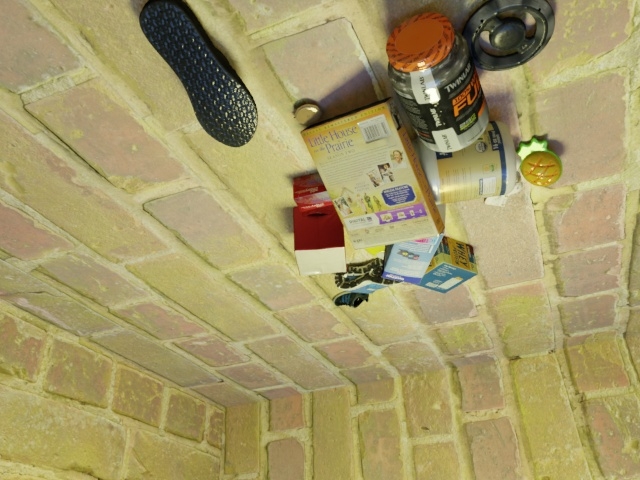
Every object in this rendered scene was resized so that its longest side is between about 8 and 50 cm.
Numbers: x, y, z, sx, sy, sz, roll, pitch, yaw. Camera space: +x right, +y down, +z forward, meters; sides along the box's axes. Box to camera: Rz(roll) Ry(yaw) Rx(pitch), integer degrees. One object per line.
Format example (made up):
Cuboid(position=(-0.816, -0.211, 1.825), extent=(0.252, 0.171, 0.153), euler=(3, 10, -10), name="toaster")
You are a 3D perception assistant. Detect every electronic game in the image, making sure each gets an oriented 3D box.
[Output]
Cuboid(position=(0.474, -0.525, 1.424), extent=(0.230, 0.048, 0.229), euler=(-1, 146, -1), name="electronic game")

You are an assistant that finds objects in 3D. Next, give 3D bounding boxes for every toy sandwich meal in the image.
Cuboid(position=(-0.037, -0.371, 1.643), extent=(0.086, 0.029, 0.085), euler=(-3, 142, -2), name="toy sandwich meal")

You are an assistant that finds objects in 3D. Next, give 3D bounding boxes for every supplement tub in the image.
Cuboid(position=(0.303, -0.402, 1.456), extent=(0.207, 0.207, 0.338), euler=(-17, 145, 21), name="supplement tub")
Cuboid(position=(0.412, -0.231, 1.711), extent=(0.317, 0.228, 0.228), euler=(-8, 147, 7), name="supplement tub")

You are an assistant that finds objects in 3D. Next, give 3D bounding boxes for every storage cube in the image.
Cuboid(position=(0.000, 0.000, 2.072), extent=(0.184, 0.193, 0.215), euler=(-4, 146, 2), name="storage cube")

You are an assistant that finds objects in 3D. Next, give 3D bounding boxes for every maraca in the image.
Cuboid(position=(0.712, -0.253, 1.831), extent=(0.127, 0.099, 0.185), euler=(-22, 118, 32), name="maraca")

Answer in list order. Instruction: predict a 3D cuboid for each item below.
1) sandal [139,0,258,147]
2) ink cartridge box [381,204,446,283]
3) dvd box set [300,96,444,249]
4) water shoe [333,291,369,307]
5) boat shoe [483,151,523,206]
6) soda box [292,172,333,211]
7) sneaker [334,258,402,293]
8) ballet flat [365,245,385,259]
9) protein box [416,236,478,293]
Cuboid(position=(-0.290, -0.439, 1.467), extent=(0.168, 0.107, 0.445), euler=(-13, 133, 18), name="sandal")
Cuboid(position=(0.318, -0.030, 1.967), extent=(0.151, 0.269, 0.395), euler=(10, 146, 2), name="ink cartridge box")
Cuboid(position=(0.152, -0.181, 1.660), extent=(0.308, 0.062, 0.420), euler=(-12, 113, 37), name="dvd box set")
Cuboid(position=(0.138, 0.280, 2.623), extent=(0.203, 0.080, 0.073), euler=(-30, 138, 35), name="water shoe")
Cuboid(position=(0.633, -0.201, 1.882), extent=(0.096, 0.098, 0.277), euler=(19, 157, 8), name="boat shoe")
Cuboid(position=(0.042, -0.179, 1.887), extent=(0.264, 0.092, 0.083), euler=(-12, 147, 13), name="soda box")
Cuboid(position=(0.233, 0.157, 2.428), extent=(0.330, 0.129, 0.147), euler=(-8, 162, 13), name="sneaker")
Cuboid(position=(0.296, 0.051, 2.276), extent=(0.231, 0.077, 0.077), euler=(1, 153, -9), name="ballet flat")
Cuboid(position=(0.502, 0.101, 2.323), extent=(0.200, 0.135, 0.201), euler=(17, 142, -28), name="protein box")
